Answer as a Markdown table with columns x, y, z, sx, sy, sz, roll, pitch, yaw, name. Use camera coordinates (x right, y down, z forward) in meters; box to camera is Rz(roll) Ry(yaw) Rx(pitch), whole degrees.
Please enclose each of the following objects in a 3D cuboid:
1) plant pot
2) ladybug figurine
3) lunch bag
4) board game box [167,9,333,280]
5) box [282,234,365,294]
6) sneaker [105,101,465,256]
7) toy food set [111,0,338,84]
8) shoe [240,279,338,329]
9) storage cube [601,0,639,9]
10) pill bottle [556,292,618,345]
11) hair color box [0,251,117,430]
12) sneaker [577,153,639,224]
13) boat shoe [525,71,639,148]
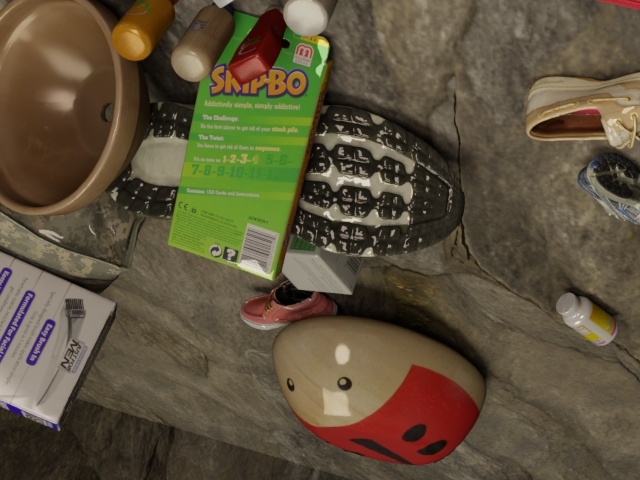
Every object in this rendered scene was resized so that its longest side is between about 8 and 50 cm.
| x | y | z | sx | sy | sz | roll | pitch | yaw | name |
| --- | --- | --- | --- | --- | --- | --- | --- | --- | --- |
| -0.263 | -0.143 | 1.096 | 0.237 | 0.237 | 0.110 | 5 | -178 | 33 | plant pot |
| 0.099 | 0.254 | 1.645 | 0.305 | 0.161 | 0.449 | -10 | 152 | 35 | ladybug figurine |
| -0.405 | -0.047 | 1.441 | 0.287 | 0.168 | 0.235 | 22 | 158 | -17 | lunch bag |
| -0.072 | -0.097 | 1.043 | 0.124 | 0.039 | 0.259 | 19 | 114 | 11 | board game box |
| 0.000 | 0.000 | 1.298 | 0.087 | 0.101 | 0.102 | 4 | 150 | 34 | box |
| -0.032 | -0.081 | 1.167 | 0.410 | 0.158 | 0.182 | 12 | -173 | 15 | sneaker |
| -0.066 | -0.219 | 0.918 | 0.232 | 0.104 | 0.111 | -23 | 121 | 34 | toy food set |
| -0.064 | 0.097 | 1.623 | 0.178 | 0.063 | 0.081 | -1 | 148 | 30 | shoe |
| 0.163 | -0.250 | 0.505 | 0.215 | 0.183 | 0.193 | 17 | 156 | 9 | storage cube |
| 0.340 | 0.099 | 1.313 | 0.083 | 0.043 | 0.043 | 34 | 154 | -28 | pill bottle |
| -0.472 | 0.107 | 1.400 | 0.339 | 0.185 | 0.110 | 24 | 160 | -3 | hair color box |
| 0.317 | -0.042 | 1.028 | 0.135 | 0.052 | 0.058 | 33 | 165 | -12 | sneaker |
| 0.261 | -0.108 | 0.898 | 0.170 | 0.059 | 0.063 | 3 | 152 | 35 | boat shoe |
